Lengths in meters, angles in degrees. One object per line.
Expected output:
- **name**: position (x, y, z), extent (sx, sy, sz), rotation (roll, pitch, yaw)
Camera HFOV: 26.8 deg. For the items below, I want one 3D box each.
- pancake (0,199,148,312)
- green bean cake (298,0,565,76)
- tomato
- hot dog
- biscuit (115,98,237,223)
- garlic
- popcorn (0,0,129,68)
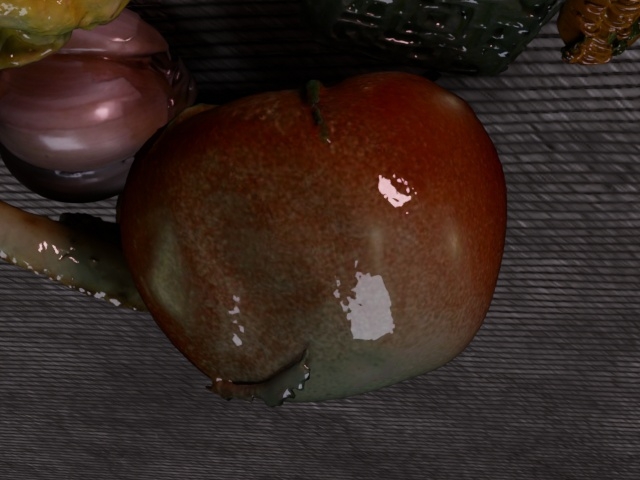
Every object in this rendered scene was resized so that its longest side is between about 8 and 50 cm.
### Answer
- **pancake**: position (-0.170, 0.007, 1.193), extent (0.377, 0.054, 0.197), rotation (15, -169, -43)
- **green bean cake**: position (0.084, -0.197, 0.964), extent (0.173, 0.094, 0.181), rotation (13, 156, -14)
- **tomato**: position (0.000, 0.000, 1.049), extent (0.304, 0.239, 0.303), rotation (-12, -179, 0)
- **hot dog**: position (0.226, -0.185, 0.994), extent (0.072, 0.055, 0.188), rotation (11, 156, -3)
- **biscuit**: position (-0.069, -0.028, 1.355), extent (0.268, 0.115, 0.366), rotation (13, 154, -11)
- **garlic**: position (-0.211, -0.106, 1.169), extent (0.191, 0.160, 0.214), rotation (14, 152, 1)
- **popcorn**: position (-0.232, -0.215, 0.849), extent (0.250, 0.241, 0.235), rotation (-14, 145, 33)
